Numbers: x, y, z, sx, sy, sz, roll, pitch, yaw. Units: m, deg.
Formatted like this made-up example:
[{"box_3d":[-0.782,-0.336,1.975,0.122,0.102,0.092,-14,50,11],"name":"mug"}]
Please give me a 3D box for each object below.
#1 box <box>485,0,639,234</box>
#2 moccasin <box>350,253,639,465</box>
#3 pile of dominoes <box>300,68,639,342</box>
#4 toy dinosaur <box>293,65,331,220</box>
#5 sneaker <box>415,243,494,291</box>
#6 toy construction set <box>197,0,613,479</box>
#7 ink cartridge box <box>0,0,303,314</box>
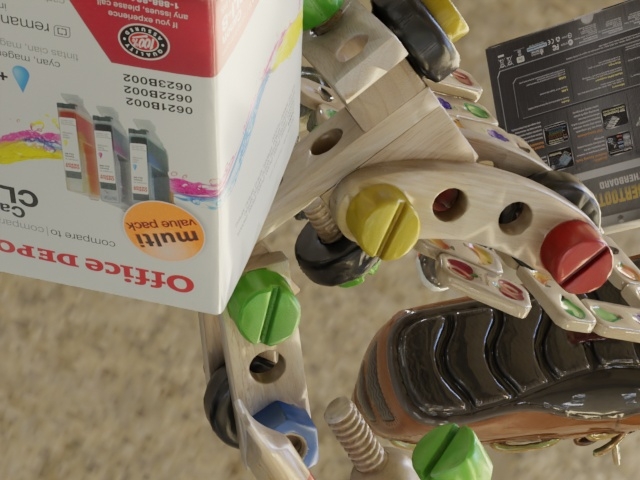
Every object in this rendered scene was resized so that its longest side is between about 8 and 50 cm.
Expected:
[{"box_3d":[0.254,-0.102,1.609,0.056,0.231,0.183,-3,81,-45],"name":"box"},{"box_3d":[0.210,0.097,1.455,0.380,0.147,0.139,-13,75,-18],"name":"moccasin"},{"box_3d":[0.111,-0.033,1.195,0.196,0.040,0.251,10,30,-36],"name":"pile of dominoes"},{"box_3d":[-0.056,-0.073,1.389,0.268,0.118,0.064,0,10,9],"name":"toy dinosaur"},{"box_3d":[0.158,-0.013,1.856,0.158,0.065,0.061,-42,96,-17],"name":"sneaker"},{"box_3d":[0.000,0.000,1.004,0.237,0.257,0.309,58,24,-34],"name":"toy construction set"},{"box_3d":[-0.083,-0.079,0.807,0.128,0.176,0.127,11,46,10],"name":"ink cartridge box"}]
